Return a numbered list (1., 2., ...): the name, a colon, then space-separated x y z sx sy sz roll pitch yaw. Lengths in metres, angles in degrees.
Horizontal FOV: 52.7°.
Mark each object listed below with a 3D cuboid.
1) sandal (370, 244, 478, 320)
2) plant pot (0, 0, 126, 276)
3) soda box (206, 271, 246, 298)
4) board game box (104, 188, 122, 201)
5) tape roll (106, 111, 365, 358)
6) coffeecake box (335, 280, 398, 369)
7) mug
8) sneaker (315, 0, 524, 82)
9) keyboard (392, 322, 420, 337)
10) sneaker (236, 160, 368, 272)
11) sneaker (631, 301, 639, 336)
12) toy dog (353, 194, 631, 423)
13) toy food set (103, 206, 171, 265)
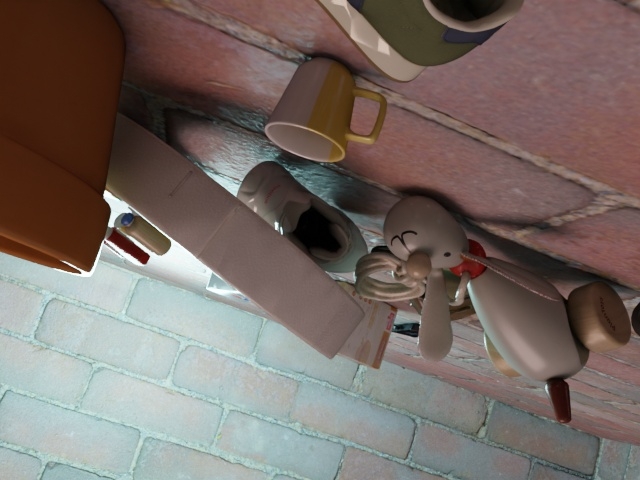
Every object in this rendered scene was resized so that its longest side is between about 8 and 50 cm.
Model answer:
1. sandal: 0.184 0.078 0.916 0.120 0.086 0.303 5 162 45
2. plant pot: -0.287 -0.114 0.519 0.291 0.203 0.291 19 167 4
3. soda box: -0.129 0.074 1.323 0.091 0.098 0.286 25 167 -29
4. board game box: -0.453 -0.124 1.107 0.259 0.039 0.124 13 167 15
5. tape roll: -0.118 -0.002 0.770 0.392 0.072 0.392 38 174 5
6. coffeecake box: 0.070 0.183 1.397 0.068 0.142 0.185 6 162 47
7. mug: 0.005 -0.098 0.485 0.078 0.064 0.062 21 167 -11
8. sneaker: 0.018 -0.145 0.290 0.192 0.064 0.086 28 157 -36
9. keyboard: 0.221 0.223 1.627 0.108 0.023 0.180 14 167 -10
10. sneaker: 0.000 0.000 0.775 0.115 0.090 0.232 39 -176 40
11. sneaker: 0.396 0.064 0.591 0.106 0.078 0.234 32 158 -36
12. toy dog: 0.201 0.095 0.732 0.334 0.161 0.220 18 140 -11
13. toy food set: -0.348 -0.028 1.194 0.232 0.111 0.104 6 150 46
